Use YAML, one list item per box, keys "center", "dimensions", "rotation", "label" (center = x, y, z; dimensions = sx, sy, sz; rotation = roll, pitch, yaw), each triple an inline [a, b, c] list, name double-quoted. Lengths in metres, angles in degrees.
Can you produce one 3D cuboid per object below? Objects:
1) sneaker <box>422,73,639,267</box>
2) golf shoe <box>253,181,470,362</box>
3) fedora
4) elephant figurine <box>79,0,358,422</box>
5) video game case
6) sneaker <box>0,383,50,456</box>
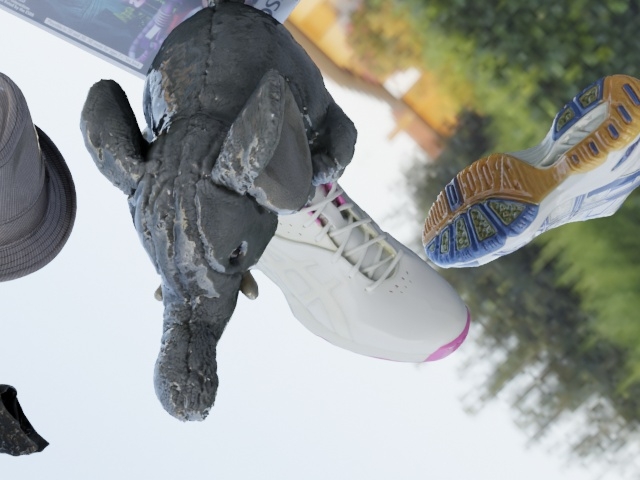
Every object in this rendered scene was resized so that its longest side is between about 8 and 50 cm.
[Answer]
- center: [0.245, -0.045, 1.346]
  dimensions: [0.131, 0.296, 0.112]
  rotation: [26, -138, -42]
  label: "sneaker"
- center: [0.000, 0.000, 1.168]
  dimensions: [0.306, 0.115, 0.140]
  rotation: [30, 150, 15]
  label: "golf shoe"
- center: [-0.377, -0.093, 1.373]
  dimensions: [0.243, 0.124, 0.275]
  rotation: [-2, -135, -20]
  label: "fedora"
- center: [-0.066, -0.043, 0.807]
  dimensions: [0.186, 0.169, 0.239]
  rotation: [44, -156, -9]
  label: "elephant figurine"
- center: [-0.119, -0.186, 0.926]
  dimensions: [0.190, 0.173, 0.022]
  rotation: [26, -135, -20]
  label: "video game case"
- center: [-0.388, 0.183, 1.503]
  dimensions: [0.170, 0.089, 0.051]
  rotation: [63, -168, 12]
  label: "sneaker"
